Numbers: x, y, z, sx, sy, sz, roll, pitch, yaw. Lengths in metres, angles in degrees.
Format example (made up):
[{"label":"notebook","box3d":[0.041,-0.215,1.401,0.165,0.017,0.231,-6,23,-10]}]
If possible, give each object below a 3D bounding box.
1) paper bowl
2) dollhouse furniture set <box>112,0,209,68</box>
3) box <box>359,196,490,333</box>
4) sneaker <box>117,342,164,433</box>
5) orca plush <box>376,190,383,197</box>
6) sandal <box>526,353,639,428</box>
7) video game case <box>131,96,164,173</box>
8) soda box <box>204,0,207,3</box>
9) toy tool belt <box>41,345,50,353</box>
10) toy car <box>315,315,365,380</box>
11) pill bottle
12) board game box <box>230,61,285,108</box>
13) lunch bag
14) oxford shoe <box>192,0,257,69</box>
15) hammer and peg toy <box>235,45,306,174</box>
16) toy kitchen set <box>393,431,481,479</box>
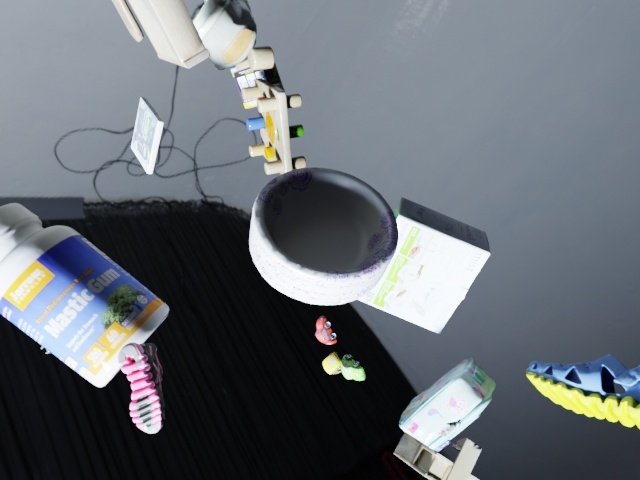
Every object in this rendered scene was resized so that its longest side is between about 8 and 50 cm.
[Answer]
[{"label":"paper bowl","box3d":[0.000,0.000,0.944,0.284,0.284,0.148,-21,151,-28]},{"label":"dollhouse furniture set","box3d":[-0.141,-0.451,0.765,0.355,0.303,0.174,-39,134,-18]},{"label":"box","box3d":[0.249,0.065,1.171,0.127,0.231,0.262,-66,178,-61]},{"label":"sneaker","box3d":[-0.223,0.189,0.622,0.047,0.119,0.057,-15,174,13]},{"label":"orca plush","box3d":[0.070,-0.105,1.195,0.151,0.102,0.287,-24,-176,-5]},{"label":"sandal","box3d":[0.605,0.305,1.006,0.126,0.317,0.138,43,65,-36]},{"label":"video game case","box3d":[-0.570,-0.344,1.549,0.022,0.173,0.190,-4,131,-41]},{"label":"soda box","box3d":[-0.328,-0.779,1.428,0.053,0.060,0.169,5,149,0]},{"label":"toy tool belt","box3d":[-0.530,0.198,0.929,0.051,0.083,0.052,-25,160,-27]},{"label":"toy car","box3d":[0.059,0.382,1.522,0.053,0.225,0.239,-25,120,-24]},{"label":"pill bottle","box3d":[-0.375,0.074,0.696,0.152,0.272,0.152,-48,-172,9]},{"label":"board game box","box3d":[-0.205,-0.523,1.566,0.048,0.170,0.141,-41,121,-39]},{"label":"lunch bag","box3d":[0.316,0.391,1.145,0.224,0.108,0.279,-43,164,15]},{"label":"oxford shoe","box3d":[-0.212,-0.484,1.085,0.130,0.449,0.169,34,109,-23]},{"label":"hammer and peg toy","box3d":[-0.145,-0.391,1.403,0.127,0.266,0.361,-14,120,-18]},{"label":"toy kitchen set","box3d":[0.162,0.286,0.629,0.068,0.083,0.075,-56,-161,-14]}]
